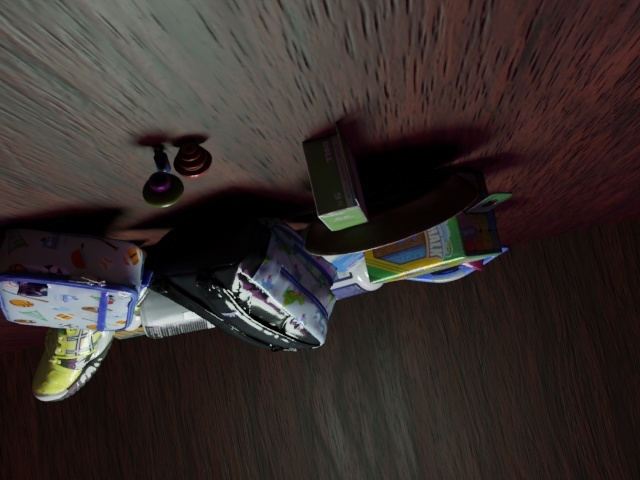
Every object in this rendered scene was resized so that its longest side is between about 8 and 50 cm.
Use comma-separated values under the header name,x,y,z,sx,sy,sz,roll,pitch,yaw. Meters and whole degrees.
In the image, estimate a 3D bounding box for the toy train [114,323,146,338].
name,x,y,z,sx,sy,sz,roll,pitch,yaw
toy train,-0.483,0.187,1.980,0.334,0.142,0.190,-14,149,17

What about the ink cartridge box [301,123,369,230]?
name,x,y,z,sx,sy,sz,roll,pitch,yaw
ink cartridge box,0.020,-0.084,1.064,0.062,0.108,0.209,-13,172,7

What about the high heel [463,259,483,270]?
name,x,y,z,sx,sy,sz,roll,pitch,yaw
high heel,0.214,0.024,1.843,0.378,0.181,0.127,-17,170,33

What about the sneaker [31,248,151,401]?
name,x,y,z,sx,sy,sz,roll,pitch,yaw
sneaker,-0.497,0.159,1.515,0.147,0.145,0.384,25,103,-45

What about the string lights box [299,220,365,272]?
name,x,y,z,sx,sy,sz,roll,pitch,yaw
string lights box,0.045,0.007,1.694,0.133,0.076,0.260,-42,161,19

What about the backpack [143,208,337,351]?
name,x,y,z,sx,sy,sz,roll,pitch,yaw
backpack,-0.118,0.087,1.435,0.290,0.273,0.355,-11,131,37

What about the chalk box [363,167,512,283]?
name,x,y,z,sx,sy,sz,roll,pitch,yaw
chalk box,0.240,-0.034,1.482,0.289,0.179,0.180,-18,171,37

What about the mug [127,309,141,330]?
name,x,y,z,sx,sy,sz,roll,pitch,yaw
mug,-0.446,0.170,1.784,0.062,0.078,0.064,26,143,-24

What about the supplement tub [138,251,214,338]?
name,x,y,z,sx,sy,sz,roll,pitch,yaw
supplement tub,-0.246,0.098,1.656,0.316,0.193,0.193,-11,172,-11

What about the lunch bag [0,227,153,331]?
name,x,y,z,sx,sy,sz,roll,pitch,yaw
lunch bag,-0.420,0.077,1.272,0.243,0.114,0.303,10,158,-15

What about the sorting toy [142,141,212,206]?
name,x,y,z,sx,sy,sz,roll,pitch,yaw
sorting toy,-0.182,-0.090,0.915,0.102,0.061,0.042,-45,153,-24

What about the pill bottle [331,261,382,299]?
name,x,y,z,sx,sy,sz,roll,pitch,yaw
pill bottle,0.103,0.085,2.215,0.265,0.153,0.153,-18,170,43

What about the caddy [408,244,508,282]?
name,x,y,z,sx,sy,sz,roll,pitch,yaw
caddy,0.335,0.024,2.033,0.342,0.179,0.241,-14,171,18

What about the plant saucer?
name,x,y,z,sx,sy,sz,roll,pitch,yaw
plant saucer,0.112,-0.058,1.277,0.311,0.050,0.310,-19,-165,5
